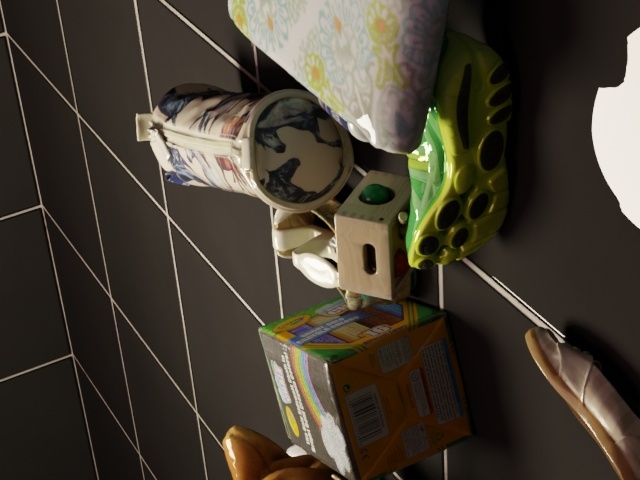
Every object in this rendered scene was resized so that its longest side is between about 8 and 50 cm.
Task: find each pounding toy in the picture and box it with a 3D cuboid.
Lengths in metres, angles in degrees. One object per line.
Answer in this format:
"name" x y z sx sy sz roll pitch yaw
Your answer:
"pounding toy" 0.082 -0.013 1.722 0.100 0.130 0.141 11 127 22

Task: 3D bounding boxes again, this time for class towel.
"towel" 0.020 -0.312 1.503 0.374 0.090 0.321 45 140 46

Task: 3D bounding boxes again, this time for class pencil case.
"pencil case" -0.109 -0.136 1.999 0.410 0.183 0.160 16 116 64

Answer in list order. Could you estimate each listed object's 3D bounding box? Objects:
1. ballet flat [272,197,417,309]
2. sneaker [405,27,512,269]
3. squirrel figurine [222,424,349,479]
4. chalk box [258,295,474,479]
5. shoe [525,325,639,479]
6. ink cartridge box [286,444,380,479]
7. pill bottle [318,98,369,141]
"ballet flat" 0.000 0.000 1.949 0.348 0.123 0.123 38 142 54
"sneaker" 0.142 -0.098 1.561 0.123 0.109 0.296 -120 29 -48
"squirrel figurine" 0.074 0.429 1.955 0.370 0.397 0.281 -17 49 50
"chalk box" 0.045 0.179 1.913 0.289 0.179 0.180 20 127 64
"shoe" 0.287 0.164 1.492 0.076 0.058 0.219 47 -172 -50
"ink cartridge box" 0.039 0.422 2.249 0.158 0.092 0.218 5 115 67
"pill bottle" 0.052 -0.161 1.748 0.120 0.067 0.067 45 148 47
